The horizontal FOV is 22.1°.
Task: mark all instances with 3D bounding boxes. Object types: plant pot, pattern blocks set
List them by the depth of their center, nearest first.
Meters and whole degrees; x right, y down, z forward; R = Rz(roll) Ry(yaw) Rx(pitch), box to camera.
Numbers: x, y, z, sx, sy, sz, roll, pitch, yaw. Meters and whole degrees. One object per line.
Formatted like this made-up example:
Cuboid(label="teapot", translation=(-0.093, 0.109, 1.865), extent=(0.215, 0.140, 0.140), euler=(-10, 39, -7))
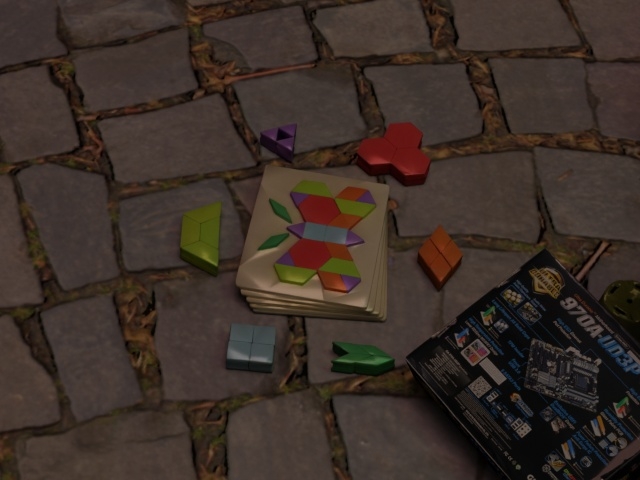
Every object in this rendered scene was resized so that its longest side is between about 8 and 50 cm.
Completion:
Cuboid(label="plant pot", translation=(0.292, 0.081, 1.585), extent=(0.083, 0.079, 0.083), euler=(2, 50, -3))
Cuboid(label="pattern blocks set", translation=(0.000, 0.000, 1.662), extent=(0.285, 0.026, 0.325), euler=(-2, 50, -7))

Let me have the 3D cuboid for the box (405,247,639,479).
Cuboid(label="box", translation=(0.212, 0.138, 1.512), extent=(0.175, 0.051, 0.220), euler=(-38, 60, -7))
